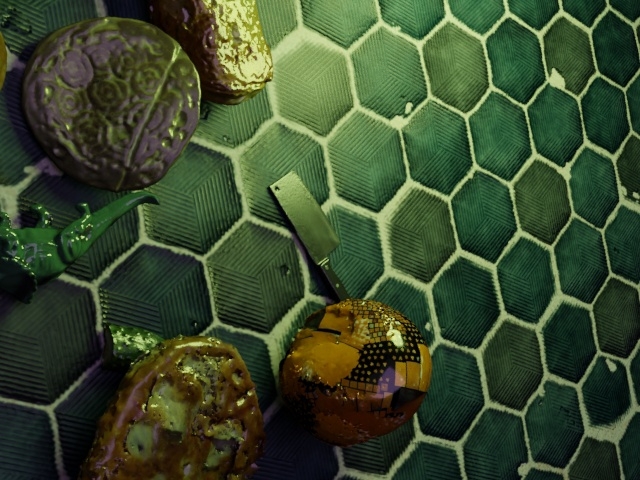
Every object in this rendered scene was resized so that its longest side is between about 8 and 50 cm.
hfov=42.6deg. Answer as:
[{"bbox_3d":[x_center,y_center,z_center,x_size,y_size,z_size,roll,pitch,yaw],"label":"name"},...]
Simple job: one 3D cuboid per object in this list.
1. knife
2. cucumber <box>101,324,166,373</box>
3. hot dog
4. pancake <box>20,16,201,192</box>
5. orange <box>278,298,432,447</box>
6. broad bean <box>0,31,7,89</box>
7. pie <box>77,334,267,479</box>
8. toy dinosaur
[{"bbox_3d":[0.000,0.000,1.354,0.072,0.019,0.245,-36,102,-33],"label":"knife"},{"bbox_3d":[-0.250,0.155,1.152,0.107,0.035,0.067,12,75,-36],"label":"cucumber"},{"bbox_3d":[-0.163,-0.331,1.233,0.175,0.114,0.259,-20,105,-40],"label":"hot dog"},{"bbox_3d":[-0.289,-0.196,1.139,0.250,0.031,0.250,1,86,-15],"label":"pancake"},{"bbox_3d":[0.054,0.199,1.241,0.234,0.234,0.182,-41,126,-31],"label":"orange"},{"bbox_3d":[-0.481,-0.191,0.990,0.156,0.122,0.228,29,60,-1],"label":"broad bean"},{"bbox_3d":[-0.193,0.264,1.130,0.308,0.085,0.308,-2,92,-46],"label":"pie"},{"bbox_3d":[-0.357,-0.012,1.078,0.292,0.079,0.120,-44,113,-30],"label":"toy dinosaur"}]
